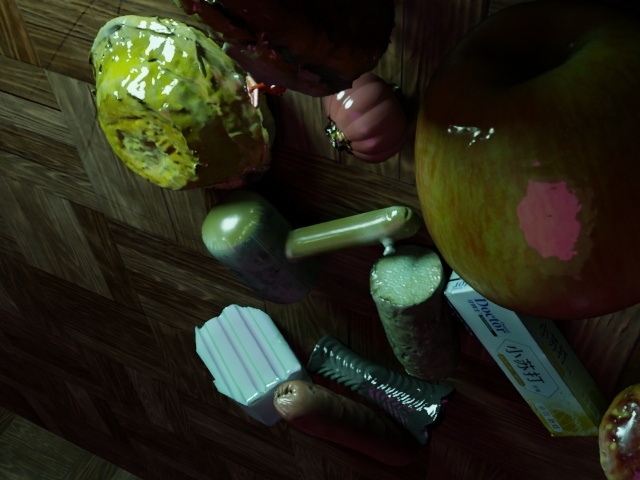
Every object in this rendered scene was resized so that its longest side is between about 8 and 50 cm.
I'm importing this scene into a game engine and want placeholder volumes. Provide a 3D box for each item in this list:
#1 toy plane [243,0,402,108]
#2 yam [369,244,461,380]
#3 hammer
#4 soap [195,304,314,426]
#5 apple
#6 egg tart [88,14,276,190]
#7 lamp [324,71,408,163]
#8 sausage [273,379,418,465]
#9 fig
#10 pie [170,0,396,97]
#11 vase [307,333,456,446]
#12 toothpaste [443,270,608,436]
[{"bbox_3d":[0.007,-0.197,0.772,0.077,0.194,0.126,14,-151,-44],"label":"toy plane"},{"bbox_3d":[0.138,0.108,1.069,0.107,0.107,0.194,11,142,30],"label":"yam"},{"bbox_3d":[0.000,0.000,1.058,0.305,0.113,0.202,-9,146,30],"label":"hammer"},{"bbox_3d":[-0.123,0.216,1.366,0.230,0.145,0.091,50,173,49],"label":"soap"},{"bbox_3d":[0.203,-0.076,0.648,0.264,0.264,0.264,22,145,16],"label":"apple"},{"bbox_3d":[-0.197,-0.156,1.001,0.295,0.116,0.294,21,146,15],"label":"egg tart"},{"bbox_3d":[0.050,-0.136,0.842,0.107,0.092,0.107,55,175,7],"label":"lamp"},{"bbox_3d":[0.065,0.331,1.352,0.088,0.087,0.433,1,157,39],"label":"sausage"},{"bbox_3d":[0.470,0.288,1.024,0.159,0.159,0.257,4,157,36],"label":"fig"},{"bbox_3d":[-0.042,-0.244,0.590,0.085,0.308,0.308,-20,121,34],"label":"pie"},{"bbox_3d":[0.097,0.242,1.288,0.237,0.115,0.115,26,146,20],"label":"vase"},{"bbox_3d":[0.286,0.149,1.039,0.089,0.071,0.313,-14,124,43],"label":"toothpaste"}]
